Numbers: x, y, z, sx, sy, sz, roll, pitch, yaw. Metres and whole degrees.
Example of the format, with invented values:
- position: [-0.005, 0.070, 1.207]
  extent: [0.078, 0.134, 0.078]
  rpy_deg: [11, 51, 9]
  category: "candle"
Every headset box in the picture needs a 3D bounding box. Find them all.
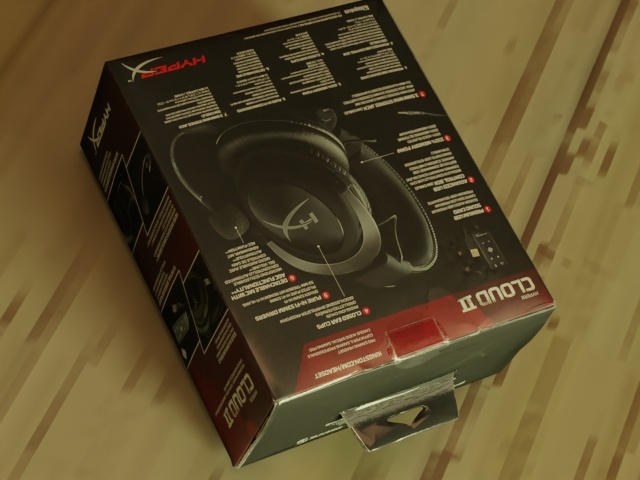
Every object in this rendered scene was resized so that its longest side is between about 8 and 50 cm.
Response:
- position: [0.000, 0.000, 0.342]
  extent: [0.062, 0.032, 0.083]
  rpy_deg: [-18, 69, -26]
  category: "headset box"
